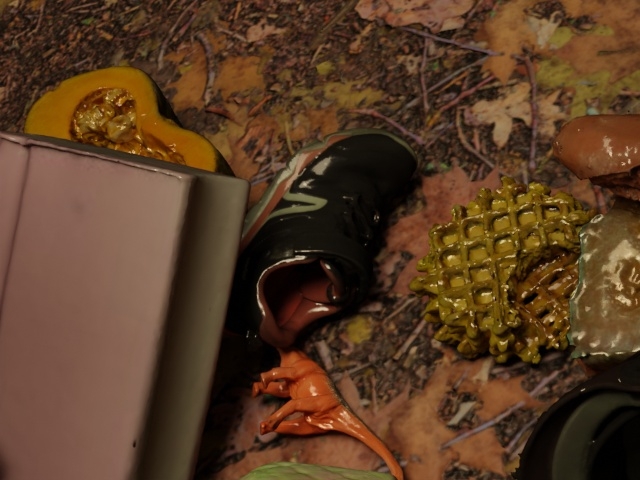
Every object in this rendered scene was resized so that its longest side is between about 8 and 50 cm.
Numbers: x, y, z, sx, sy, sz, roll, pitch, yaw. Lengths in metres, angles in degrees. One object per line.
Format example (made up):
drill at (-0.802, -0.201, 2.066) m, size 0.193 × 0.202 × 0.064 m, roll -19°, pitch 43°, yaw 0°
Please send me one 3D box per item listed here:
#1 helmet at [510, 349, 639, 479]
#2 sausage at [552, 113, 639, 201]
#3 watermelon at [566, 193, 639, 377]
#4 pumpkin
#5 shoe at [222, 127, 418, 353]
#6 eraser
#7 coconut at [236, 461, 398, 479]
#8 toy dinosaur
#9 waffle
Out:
helmet at (0.326, 0.170, 1.293) m, size 0.305 × 0.225 × 0.177 m, roll 5°, pitch 30°, yaw 28°
sausage at (0.349, -0.083, 1.361) m, size 0.326 × 0.079 × 0.087 m, roll -8°, pitch 79°, yaw 33°
watermelon at (0.384, 0.007, 1.438) m, size 0.302 × 0.151 × 0.264 m, roll -15°, pitch 54°, yaw 30°
pumpkin at (-0.221, -0.049, 1.769) m, size 0.221 × 0.139 × 0.317 m, roll -35°, pitch 50°, yaw -7°
shoe at (0.000, 0.000, 1.630) m, size 0.291 × 0.114 × 0.137 m, roll -48°, pitch 40°, yaw -13°
eraser at (-0.227, 0.090, 1.567) m, size 0.272 × 0.122 × 0.359 m, roll 13°, pitch 95°, yaw 34°
coconut at (0.003, 0.294, 1.361) m, size 0.236 × 0.236 × 0.205 m, roll 14°, pitch 101°, yaw 33°
toy dinosaur at (-0.009, 0.164, 1.557) m, size 0.101 × 0.055 × 0.279 m, roll -15°, pitch 43°, yaw -15°
waffle at (0.189, 0.026, 1.557) m, size 0.197 × 0.070 × 0.193 m, roll 8°, pitch 59°, yaw 31°
